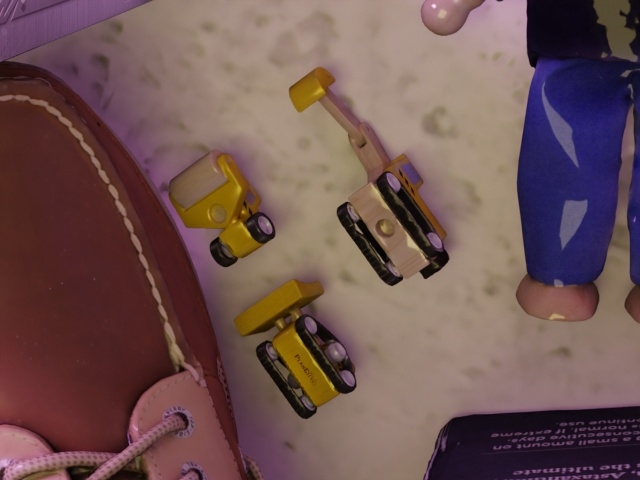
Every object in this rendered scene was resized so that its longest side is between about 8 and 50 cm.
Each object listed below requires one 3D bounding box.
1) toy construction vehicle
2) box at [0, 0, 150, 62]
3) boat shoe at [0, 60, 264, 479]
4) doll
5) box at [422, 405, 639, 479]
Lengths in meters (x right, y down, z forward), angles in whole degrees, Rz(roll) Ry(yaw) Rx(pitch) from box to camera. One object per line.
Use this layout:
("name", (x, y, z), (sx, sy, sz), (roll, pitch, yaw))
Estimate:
("toy construction vehicle", (0.000, 0.000, 0.623), (0.086, 0.035, 0.098), (-37, 89, 28))
("box", (-0.146, -0.098, 0.529), (0.183, 0.231, 0.056), (4, 106, 13))
("boat shoe", (-0.065, 0.097, 0.593), (0.123, 0.116, 0.324), (-21, 104, -18))
("doll", (0.097, -0.068, 0.576), (0.129, 0.046, 0.189), (6, 103, 11))
("box", (0.114, 0.229, 0.505), (0.182, 0.294, 0.296), (-5, 101, 14))
